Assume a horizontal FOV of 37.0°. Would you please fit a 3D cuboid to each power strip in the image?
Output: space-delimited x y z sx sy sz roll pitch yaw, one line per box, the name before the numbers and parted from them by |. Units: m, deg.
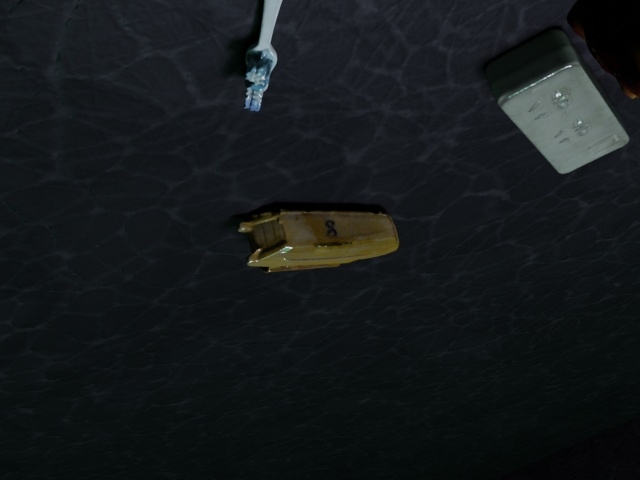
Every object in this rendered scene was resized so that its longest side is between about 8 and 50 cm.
power strip | 0.276 -0.139 1.068 0.093 0.053 0.288 -28 152 22

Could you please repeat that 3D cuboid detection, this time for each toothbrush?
toothbrush | -0.025 -0.232 0.718 0.040 0.040 0.386 -8 151 -18

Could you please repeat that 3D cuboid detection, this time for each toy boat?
toy boat | 0.000 0.000 1.177 0.226 0.068 0.088 -3 157 -33

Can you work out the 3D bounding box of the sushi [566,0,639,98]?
sushi | 0.313 -0.201 0.758 0.212 0.227 0.215 -4 148 -10
